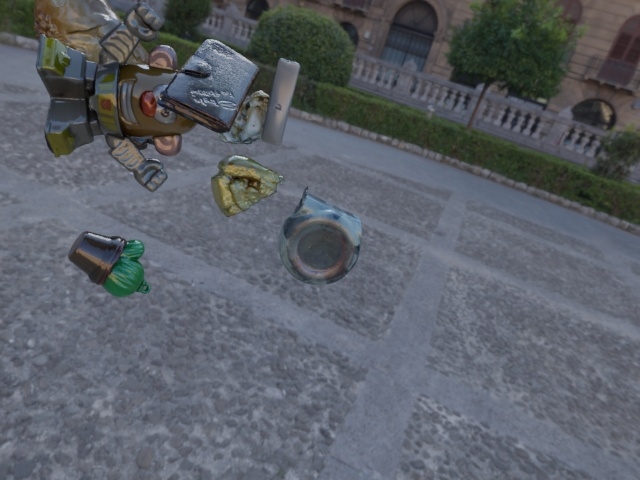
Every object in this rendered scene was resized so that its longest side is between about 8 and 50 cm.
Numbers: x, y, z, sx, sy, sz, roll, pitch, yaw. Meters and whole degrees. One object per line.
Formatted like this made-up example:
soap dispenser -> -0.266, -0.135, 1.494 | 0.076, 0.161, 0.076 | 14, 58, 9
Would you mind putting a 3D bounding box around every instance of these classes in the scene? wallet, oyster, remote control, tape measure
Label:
wallet -> -0.185, -0.279, 0.830 | 0.122, 0.031, 0.232 | 26, 45, -14
oyster -> -0.278, -0.429, 1.698 | 0.094, 0.166, 0.294 | -6, 22, 43
remote control -> -0.090, -0.300, 1.036 | 0.050, 0.184, 0.027 | 15, 21, -3
tape measure -> 0.000, 0.000, 1.487 | 0.256, 0.275, 0.147 | 25, 18, -12

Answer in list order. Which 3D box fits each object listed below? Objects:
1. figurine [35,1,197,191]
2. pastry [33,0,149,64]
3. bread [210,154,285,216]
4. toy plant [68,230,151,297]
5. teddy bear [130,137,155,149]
figurine -> -0.377, -0.274, 0.927 | 0.285, 0.342, 0.167 | 1, 42, -15
pastry -> -0.700, -0.594, 1.458 | 0.409, 0.245, 0.409 | 49, -6, 7
bread -> -0.165, -0.136, 1.004 | 0.156, 0.110, 0.103 | -36, 27, -15
toy plant -> -0.476, 0.053, 1.106 | 0.105, 0.142, 0.200 | -2, -31, 47
teddy bear -> -0.502, -0.317, 1.348 | 0.119, 0.078, 0.160 | 25, 33, -17
